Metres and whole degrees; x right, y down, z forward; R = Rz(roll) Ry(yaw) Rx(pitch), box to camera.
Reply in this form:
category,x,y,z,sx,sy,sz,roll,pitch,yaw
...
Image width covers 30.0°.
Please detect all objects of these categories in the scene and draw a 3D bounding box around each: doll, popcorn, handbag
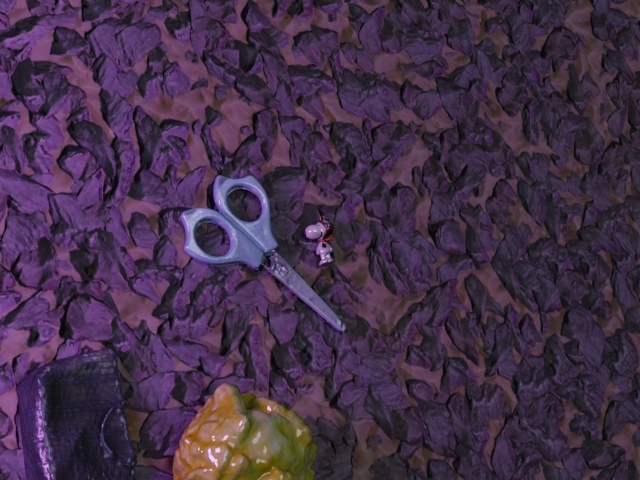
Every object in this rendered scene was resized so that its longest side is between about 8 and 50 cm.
category,x,y,z,sx,sy,sz,roll,pitch,yaw
doll,0.007,0.001,2.168,0.058,0.040,0.085,-29,84,-19
popcorn,-0.119,0.350,1.899,0.256,0.195,0.254,-5,81,-48
handbag,-0.371,0.300,1.852,0.175,0.089,0.270,0,73,-36

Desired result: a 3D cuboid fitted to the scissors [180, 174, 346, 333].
category,x,y,z,sx,sy,sz,roll,pitch,yaw
scissors,-0.083,0.042,2.114,0.360,0.029,0.191,44,63,-10
